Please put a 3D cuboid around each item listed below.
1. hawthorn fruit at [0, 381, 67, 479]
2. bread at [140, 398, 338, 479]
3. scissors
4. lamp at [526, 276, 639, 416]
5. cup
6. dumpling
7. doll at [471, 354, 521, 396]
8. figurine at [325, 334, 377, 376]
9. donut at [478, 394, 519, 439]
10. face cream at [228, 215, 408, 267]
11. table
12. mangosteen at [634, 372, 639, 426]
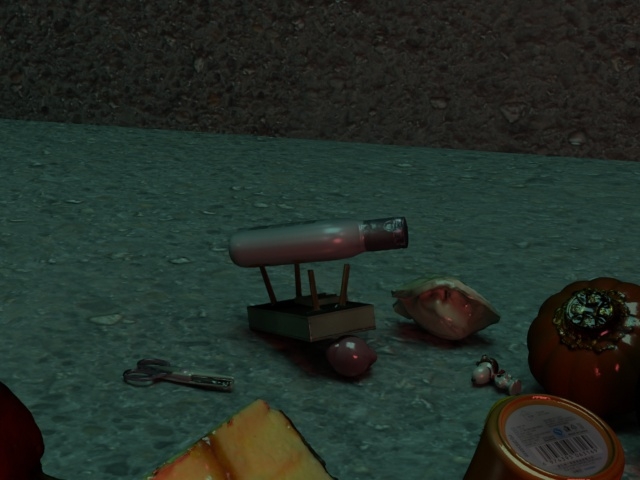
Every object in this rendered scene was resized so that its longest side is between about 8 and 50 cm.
[{"bbox_3d":[-0.426,0.248,1.037,0.307,0.265,0.265,17,16,-14],"label":"hawthorn fruit"},{"bbox_3d":[-0.056,0.312,0.996,0.236,0.198,0.263,22,27,27],"label":"bread"},{"bbox_3d":[-0.215,0.209,1.511,0.176,0.022,0.085,6,14,17],"label":"scissors"},{"bbox_3d":[0.423,0.159,1.472,0.223,0.196,0.223,-15,47,17],"label":"lamp"},{"bbox_3d":[0.197,0.302,0.960,0.182,0.264,0.226,14,32,8],"label":"cup"},{"bbox_3d":[0.210,0.110,1.692,0.199,0.118,0.136,-1,-27,26],"label":"dumpling"},{"bbox_3d":[0.279,0.213,1.539,0.085,0.040,0.058,9,32,30],"label":"doll"},{"bbox_3d":[0.049,0.184,1.549,0.083,0.067,0.071,3,-20,-1],"label":"figurine"},{"bbox_3d":[0.290,0.265,1.336,0.146,0.078,0.181,10,18,17],"label":"donut"},{"bbox_3d":[0.000,0.000,1.627,0.291,0.071,0.144,-6,1,12],"label":"face cream"},{"bbox_3d":[-0.024,0.096,1.630,0.122,0.111,0.240,-8,4,-28],"label":"table"},{"bbox_3d":[0.540,0.198,1.267,0.236,0.261,0.235,14,29,-8],"label":"mangosteen"}]
